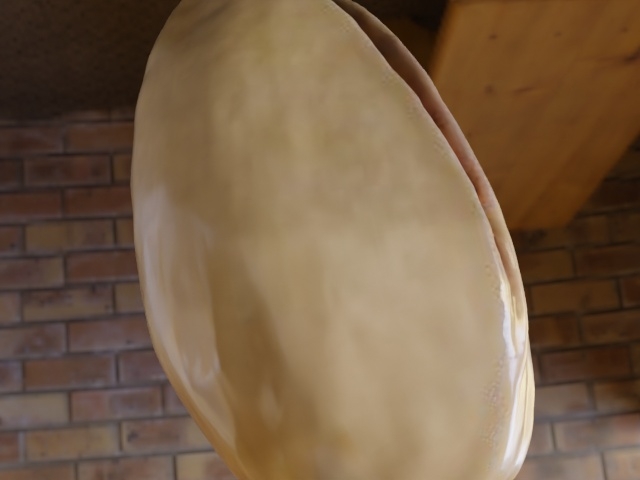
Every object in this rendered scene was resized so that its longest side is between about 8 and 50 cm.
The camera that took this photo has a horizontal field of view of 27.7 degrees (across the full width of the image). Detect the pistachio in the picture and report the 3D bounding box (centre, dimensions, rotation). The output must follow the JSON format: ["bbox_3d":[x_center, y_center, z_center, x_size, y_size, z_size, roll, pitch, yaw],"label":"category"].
[{"bbox_3d":[0.000,0.000,0.666,0.193,0.318,0.214,2,152,-44],"label":"pistachio"}]
